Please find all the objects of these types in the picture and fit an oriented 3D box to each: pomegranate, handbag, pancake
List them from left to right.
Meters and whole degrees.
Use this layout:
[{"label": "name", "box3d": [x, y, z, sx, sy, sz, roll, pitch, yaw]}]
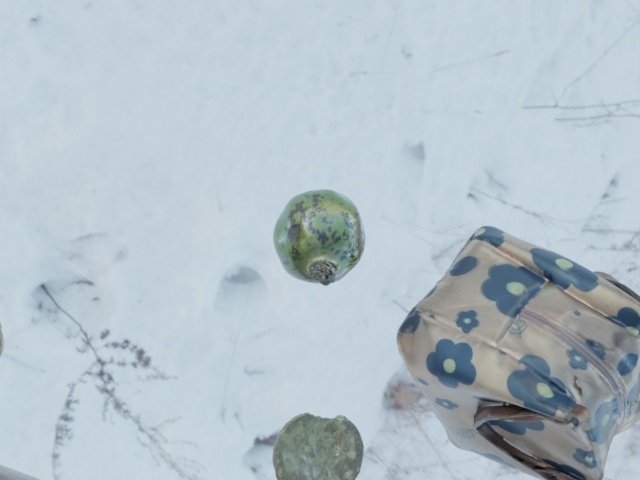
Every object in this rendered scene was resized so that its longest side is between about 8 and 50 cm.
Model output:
[{"label": "pancake", "box3d": [-0.006, 0.526, 1.906, 0.236, 0.042, 0.222, -11, 95, -22]}, {"label": "pomegranate", "box3d": [0.000, 0.000, 1.953, 0.254, 0.270, 0.254, -2, 129, -3]}, {"label": "handbag", "box3d": [0.218, 0.131, 0.760, 0.190, 0.193, 0.251, -47, 135, -16]}]

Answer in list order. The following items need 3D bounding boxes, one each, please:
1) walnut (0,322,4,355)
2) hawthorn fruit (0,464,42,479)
[{"label": "walnut", "box3d": [-0.603, 0.175, 1.350, 0.105, 0.105, 0.124, -6, 140, -32]}, {"label": "hawthorn fruit", "box3d": [-0.290, 0.318, 0.605, 0.308, 0.308, 0.325, 17, 148, -39]}]
